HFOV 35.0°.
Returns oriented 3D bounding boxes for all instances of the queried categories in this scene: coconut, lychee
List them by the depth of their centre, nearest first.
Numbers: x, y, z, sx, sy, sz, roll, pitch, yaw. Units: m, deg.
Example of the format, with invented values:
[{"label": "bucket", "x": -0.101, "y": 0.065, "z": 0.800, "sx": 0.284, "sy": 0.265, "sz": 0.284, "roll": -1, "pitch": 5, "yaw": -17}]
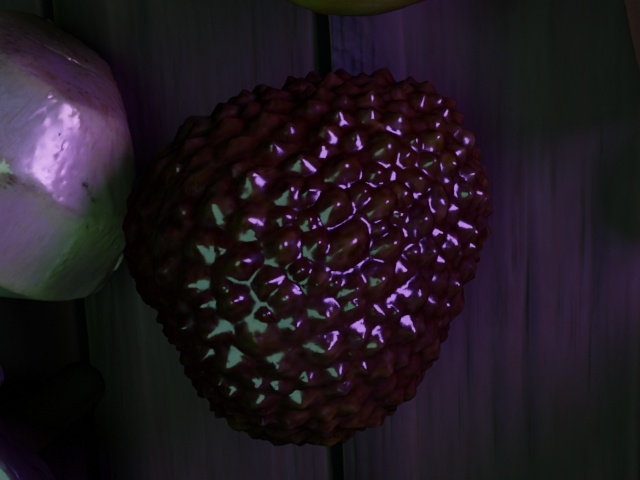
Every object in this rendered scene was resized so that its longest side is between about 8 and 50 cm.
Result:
[{"label": "lychee", "x": 0.000, "y": 0.000, "z": 0.711, "sx": 0.271, "sy": 0.271, "sz": 0.271, "roll": 5, "pitch": 105, "yaw": 20}, {"label": "coconut", "x": -0.250, "y": -0.052, "z": 0.807, "sx": 0.237, "sy": 0.197, "sz": 0.237, "roll": 4, "pitch": 104, "yaw": 15}]

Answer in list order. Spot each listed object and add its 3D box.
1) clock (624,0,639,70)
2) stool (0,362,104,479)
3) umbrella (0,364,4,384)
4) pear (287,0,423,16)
[{"label": "clock", "x": 0.277, "y": -0.159, "z": 0.644, "sx": 0.162, "sy": 0.093, "sz": 0.166, "roll": -11, "pitch": 97, "yaw": 14}, {"label": "stool", "x": -0.311, "y": 0.233, "z": 0.907, "sx": 0.272, "sy": 0.178, "sz": 0.272, "roll": 5, "pitch": 104, "yaw": 20}, {"label": "umbrella", "x": -0.361, "y": 0.042, "z": 0.866, "sx": 0.337, "sy": 0.067, "sz": 0.073, "roll": 35, "pitch": 155, "yaw": 45}, {"label": "pear", "x": 0.036, "y": -0.289, "z": 0.582, "sx": 0.314, "sy": 0.314, "sz": 0.314, "roll": 5, "pitch": 105, "yaw": 20}]
